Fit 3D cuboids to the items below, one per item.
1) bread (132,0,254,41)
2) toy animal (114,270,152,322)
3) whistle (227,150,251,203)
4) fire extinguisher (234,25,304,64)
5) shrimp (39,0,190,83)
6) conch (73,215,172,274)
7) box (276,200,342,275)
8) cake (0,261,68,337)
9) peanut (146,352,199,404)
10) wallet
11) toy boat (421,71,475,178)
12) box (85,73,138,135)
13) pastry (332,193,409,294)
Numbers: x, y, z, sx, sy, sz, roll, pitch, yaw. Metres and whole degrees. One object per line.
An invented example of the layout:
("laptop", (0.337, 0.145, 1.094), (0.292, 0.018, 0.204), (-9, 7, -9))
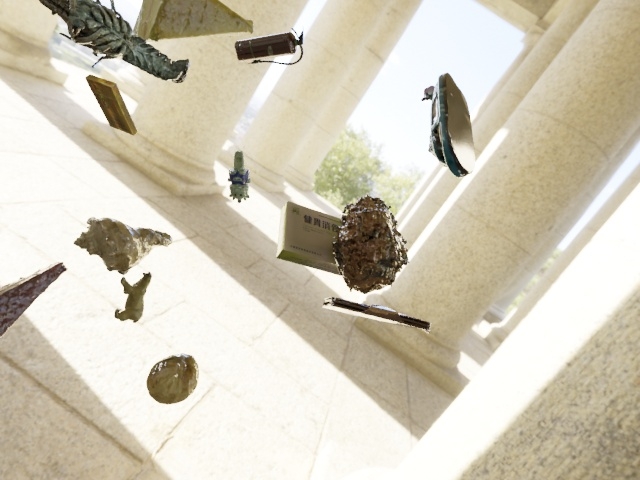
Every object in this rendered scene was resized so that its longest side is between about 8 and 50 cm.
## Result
("bread", (-0.433, -0.743, 1.476), (0.362, 0.244, 0.233), (14, 8, -44))
("toy animal", (-0.696, 0.212, 1.553), (0.101, 0.218, 0.103), (11, 1, -10))
("whistle", (-0.377, -0.290, 1.919), (0.110, 0.244, 0.092), (5, 19, 1))
("fire extinguisher", (-0.096, -0.394, 0.855), (0.157, 0.045, 0.078), (1, -29, 21))
("shrimp", (-0.576, -0.569, 1.157), (0.166, 0.221, 0.411), (11, -11, 43))
("conch", (-0.708, 0.010, 1.475), (0.263, 0.186, 0.324), (34, 8, 37))
("box", (-0.001, 0.001, 1.266), (0.261, 0.062, 0.175), (17, 54, -22))
("cake", (-0.578, 0.142, 0.729), (0.112, 0.116, 0.295), (62, 41, -25))
("peanut", (-0.443, 0.417, 1.248), (0.109, 0.159, 0.140), (75, -3, -51))
("wallet", (0.096, 0.125, 0.714), (0.176, 0.026, 0.095), (16, -11, -5))
("toy boat", (0.296, -0.264, 0.995), (0.134, 0.092, 0.298), (41, 46, -36))
("box", (-0.541, -0.350, 1.080), (0.089, 0.022, 0.156), (22, -31, 11))
("pastry", (0.150, 0.012, 1.139), (0.193, 0.274, 0.275), (0, -7, 30))
